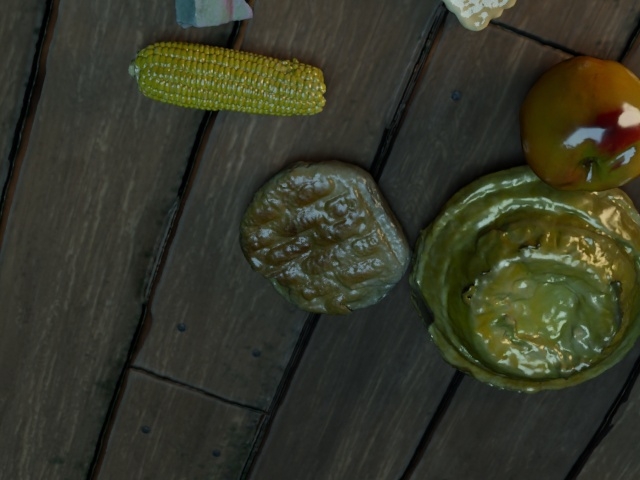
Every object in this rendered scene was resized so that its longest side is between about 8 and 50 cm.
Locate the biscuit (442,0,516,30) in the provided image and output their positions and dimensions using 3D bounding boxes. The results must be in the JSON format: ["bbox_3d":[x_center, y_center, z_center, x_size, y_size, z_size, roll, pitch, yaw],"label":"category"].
[{"bbox_3d":[0.194,-0.329,1.038,0.250,0.030,0.160,-38,108,22],"label":"biscuit"}]

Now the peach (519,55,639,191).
[{"bbox_3d":[0.268,-0.118,1.090,0.138,0.138,0.138,2,118,4],"label":"peach"}]

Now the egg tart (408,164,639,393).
[{"bbox_3d":[0.235,0.058,1.195,0.290,0.115,0.290,3,118,6],"label":"egg tart"}]

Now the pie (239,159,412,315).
[{"bbox_3d":[0.000,0.000,1.219,0.195,0.046,0.195,3,119,6],"label":"pie"}]

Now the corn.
[{"bbox_3d":[-0.095,-0.166,1.130,0.206,0.067,0.067,7,118,0],"label":"corn"}]

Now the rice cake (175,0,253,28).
[{"bbox_3d":[-0.102,-0.342,1.053,0.081,0.051,0.290,-12,123,-27],"label":"rice cake"}]
